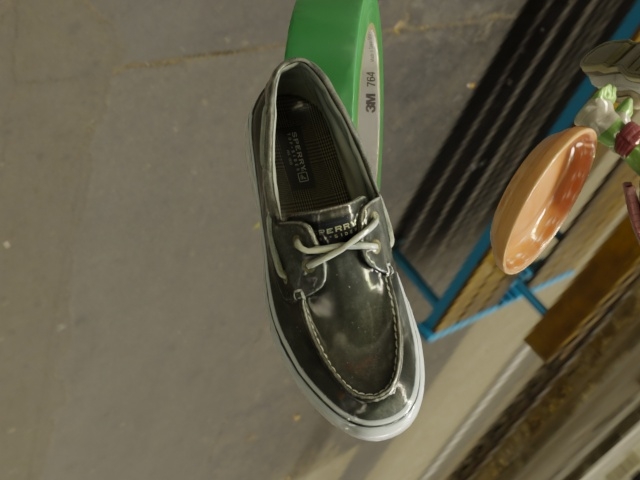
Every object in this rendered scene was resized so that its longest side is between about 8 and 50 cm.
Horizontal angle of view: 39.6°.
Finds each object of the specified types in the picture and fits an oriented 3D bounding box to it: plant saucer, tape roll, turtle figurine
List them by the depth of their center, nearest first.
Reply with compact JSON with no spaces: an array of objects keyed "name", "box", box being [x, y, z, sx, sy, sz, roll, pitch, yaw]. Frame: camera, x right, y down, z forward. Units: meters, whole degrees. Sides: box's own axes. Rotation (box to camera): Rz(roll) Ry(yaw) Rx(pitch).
[{"name":"tape roll","box":[0.021,-0.130,1.030,0.077,0.321,0.321,3,154,9]},{"name":"plant saucer","box":[0.265,-0.052,1.074,0.200,0.037,0.200,-41,151,-29]},{"name":"turtle figurine","box":[0.483,-0.114,1.148,0.198,0.266,0.274,-21,147,-30]}]

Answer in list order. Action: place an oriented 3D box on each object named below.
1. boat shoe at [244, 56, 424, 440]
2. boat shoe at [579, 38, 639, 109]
[{"name":"boat shoe","box":[0.000,0.000,0.744,0.121,0.335,0.119,-16,159,-11]},{"name":"boat shoe","box":[0.589,-0.298,1.603,0.113,0.103,0.302,-40,-161,2]}]
